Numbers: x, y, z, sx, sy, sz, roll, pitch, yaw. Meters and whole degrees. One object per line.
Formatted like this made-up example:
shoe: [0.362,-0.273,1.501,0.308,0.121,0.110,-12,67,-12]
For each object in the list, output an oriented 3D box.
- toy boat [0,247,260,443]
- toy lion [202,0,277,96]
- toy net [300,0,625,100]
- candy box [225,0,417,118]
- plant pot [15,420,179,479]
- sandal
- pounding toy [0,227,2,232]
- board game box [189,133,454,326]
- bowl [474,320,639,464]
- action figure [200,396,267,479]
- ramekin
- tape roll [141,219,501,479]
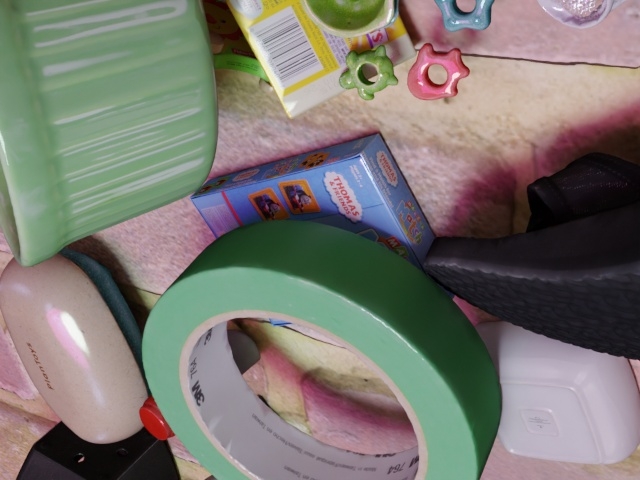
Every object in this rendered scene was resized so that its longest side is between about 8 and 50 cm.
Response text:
toy boat: [-0.220,0.130,1.039,0.318,0.148,0.267,13,128,38]
toy lion: [-0.073,-0.158,0.699,0.100,0.096,0.034,9,130,-25]
toy net: [0.102,-0.147,0.566,0.232,0.045,0.122,-1,113,27]
candy box: [-0.023,-0.196,0.624,0.105,0.027,0.206,-26,113,6]
plant pot: [-0.309,0.333,1.256,0.187,0.188,0.167,24,124,18]
sandal: [0.216,0.006,0.562,0.167,0.107,0.446,30,166,-16]
pounding toy: [-0.337,-0.100,0.936,0.206,0.094,0.181,2,127,36]
board game box: [0.000,0.000,0.814,0.211,0.039,0.160,-9,120,42]
bowl: [0.198,0.139,0.781,0.142,0.053,0.142,-2,125,37]
action figure: [0.015,0.341,1.016,0.330,0.178,0.341,36,165,-3]
ramekin: [-0.190,-0.146,0.657,0.303,0.148,0.303,50,150,43]
tape roll: [-0.004,0.136,0.807,0.321,0.077,0.321,15,129,20]
